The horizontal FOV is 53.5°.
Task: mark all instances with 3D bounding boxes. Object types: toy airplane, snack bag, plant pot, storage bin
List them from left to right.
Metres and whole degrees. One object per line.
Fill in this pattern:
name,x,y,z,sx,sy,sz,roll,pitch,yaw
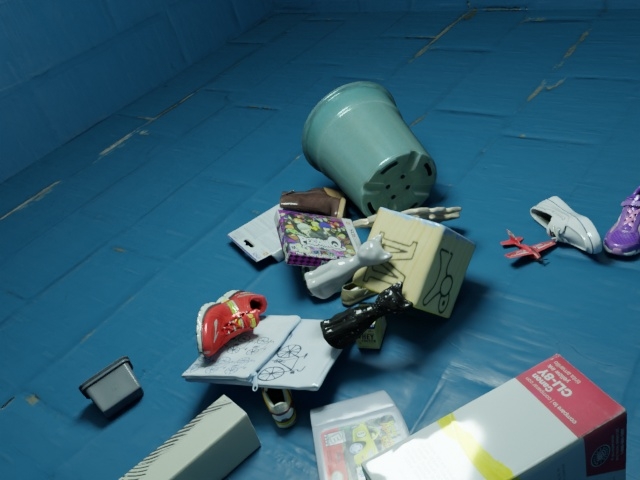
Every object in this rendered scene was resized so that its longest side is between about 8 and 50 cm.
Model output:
storage bin,-0.506,0.369,1.564,0.135,0.098,0.091,-33,66,-23
snack bag,-0.105,0.256,1.508,0.342,0.037,0.323,0,19,22
plant pot,0.161,-0.250,1.931,0.341,0.341,0.334,-23,48,-10
toy airplane,0.530,0.018,1.657,0.151,0.028,0.151,-3,33,2

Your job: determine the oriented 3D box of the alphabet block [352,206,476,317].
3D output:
alphabet block,0.227,0.055,1.528,0.193,0.192,0.197,20,88,42

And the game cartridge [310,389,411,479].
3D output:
game cartridge,0.090,0.431,1.260,0.196,0.060,0.294,-13,35,-1

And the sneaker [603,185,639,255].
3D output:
sneaker,0.785,-0.056,1.593,0.095,0.105,0.236,20,50,39

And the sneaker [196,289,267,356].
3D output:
sneaker,-0.210,0.190,1.537,0.118,0.107,0.279,1,21,18

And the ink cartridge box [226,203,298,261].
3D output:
ink cartridge box,-0.148,-0.017,1.969,0.224,0.045,0.223,-31,37,-18

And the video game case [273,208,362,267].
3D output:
video game case,0.000,0.000,1.747,0.232,0.042,0.210,7,34,-19

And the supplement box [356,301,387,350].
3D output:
supplement box,0.119,0.206,1.524,0.056,0.083,0.083,-1,38,21

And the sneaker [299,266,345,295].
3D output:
sneaker,-0.001,0.061,1.785,0.109,0.107,0.275,-2,38,-12

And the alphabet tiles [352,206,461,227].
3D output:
alphabet tiles,0.235,-0.056,1.732,0.284,0.021,0.278,-2,-7,-32

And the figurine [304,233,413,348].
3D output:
figurine,0.088,0.109,1.451,0.209,0.092,0.215,-30,59,18

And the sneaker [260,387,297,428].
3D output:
sneaker,-0.102,0.333,1.441,0.069,0.084,0.185,-24,36,-10

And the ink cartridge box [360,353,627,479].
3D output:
ink cartridge box,0.284,0.401,1.021,0.384,0.279,0.160,-25,35,-12

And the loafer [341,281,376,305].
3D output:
loafer,0.118,0.119,1.671,0.148,0.050,0.056,-30,37,-18

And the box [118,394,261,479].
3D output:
box,-0.266,0.459,1.315,0.275,0.113,0.094,-36,38,-27

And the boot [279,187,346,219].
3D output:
boot,-0.024,-0.101,1.972,0.206,0.090,0.248,-1,22,0

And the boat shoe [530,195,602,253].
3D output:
boat shoe,0.630,-0.029,1.643,0.084,0.095,0.258,-21,25,0
